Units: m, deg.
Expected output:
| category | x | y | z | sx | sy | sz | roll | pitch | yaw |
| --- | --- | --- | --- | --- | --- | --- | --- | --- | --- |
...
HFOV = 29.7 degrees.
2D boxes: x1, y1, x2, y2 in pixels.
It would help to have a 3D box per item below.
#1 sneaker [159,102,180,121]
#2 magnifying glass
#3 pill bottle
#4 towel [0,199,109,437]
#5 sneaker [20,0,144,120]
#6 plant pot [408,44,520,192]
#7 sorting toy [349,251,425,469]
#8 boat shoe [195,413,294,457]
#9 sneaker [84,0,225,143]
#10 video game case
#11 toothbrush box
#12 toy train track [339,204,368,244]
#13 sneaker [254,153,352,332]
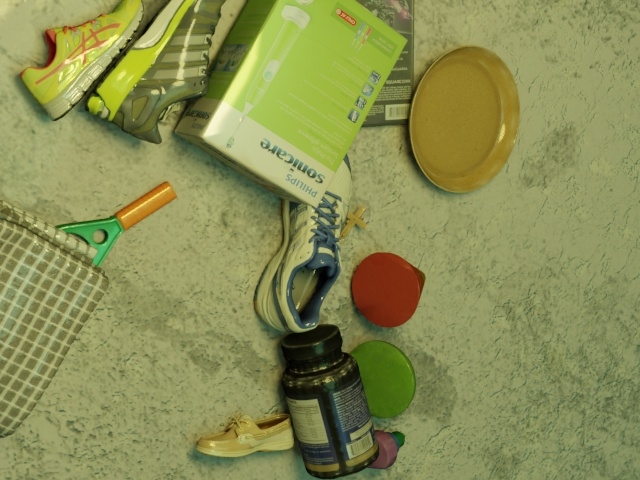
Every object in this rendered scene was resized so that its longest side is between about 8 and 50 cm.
| category | x | y | z | sx | sy | sz | roll | pitch | yaw |
| --- | --- | --- | --- | --- | --- | --- | --- | --- | --- |
| sneaker | -0.209 | -0.204 | 1.723 | 0.083 | 0.032 | 0.037 | -44 | 131 | -9 |
| magnifying glass | -0.305 | -0.011 | 1.710 | 0.231 | 0.026 | 0.092 | -36 | 115 | -19 |
| pill bottle | 0.010 | 0.248 | 1.873 | 0.123 | 0.123 | 0.219 | -20 | 104 | -24 |
| towel | -0.439 | 0.096 | 1.586 | 0.235 | 0.121 | 0.283 | 32 | 91 | -32 |
| sneaker | -0.320 | -0.264 | 1.622 | 0.094 | 0.081 | 0.208 | 41 | 71 | -12 |
| plant pot | 0.226 | -0.195 | 1.943 | 0.236 | 0.032 | 0.236 | -8 | 104 | -35 |
| sorting toy | 0.124 | 0.189 | 1.959 | 0.126 | 0.127 | 0.365 | -16 | 113 | -56 |
| boat shoe | -0.115 | 0.295 | 1.858 | 0.170 | 0.063 | 0.059 | -1 | 98 | -38 |
| sneaker | -0.189 | -0.261 | 1.666 | 0.121 | 0.111 | 0.300 | 41 | 87 | -14 |
| video game case | 0.057 | -0.311 | 1.845 | 0.196 | 0.026 | 0.274 | -6 | 102 | -27 |
| toothbrush box | -0.041 | -0.222 | 1.726 | 0.206 | 0.122 | 0.283 | 30 | 84 | -27 |
| toy train track | 0.044 | -0.019 | 1.901 | 0.048 | 0.014 | 0.083 | 36 | 91 | 11 |
| sneaker | 0.000 | 0.000 | 1.818 | 0.112 | 0.131 | 0.296 | 14 | 92 | -28 |
